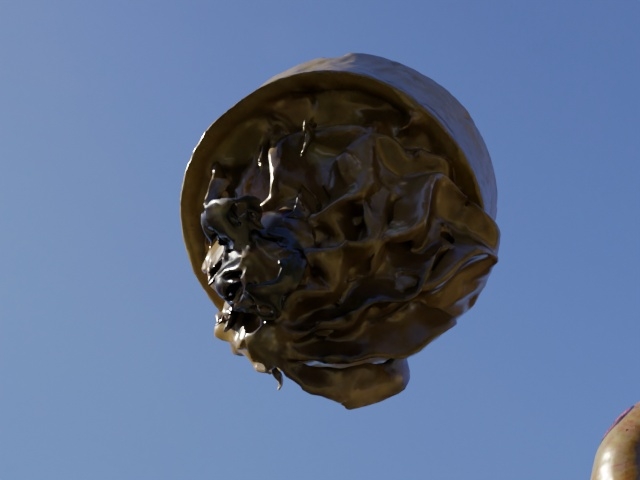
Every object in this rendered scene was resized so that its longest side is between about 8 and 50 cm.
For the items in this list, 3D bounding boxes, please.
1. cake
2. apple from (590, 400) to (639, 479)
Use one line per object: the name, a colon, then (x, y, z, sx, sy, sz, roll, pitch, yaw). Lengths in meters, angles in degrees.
cake: (0.005, -0.007, 1.321, 0.332, 0.321, 0.332, 4, -71, 11)
apple: (0.431, 0.285, 1.524, 0.261, 0.260, 0.194, -6, -39, 17)
